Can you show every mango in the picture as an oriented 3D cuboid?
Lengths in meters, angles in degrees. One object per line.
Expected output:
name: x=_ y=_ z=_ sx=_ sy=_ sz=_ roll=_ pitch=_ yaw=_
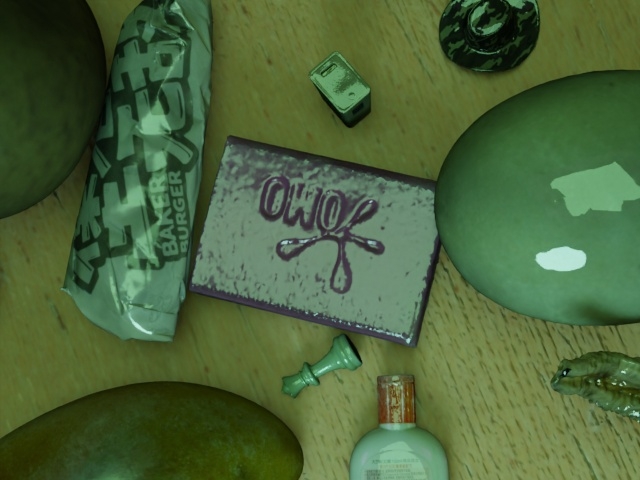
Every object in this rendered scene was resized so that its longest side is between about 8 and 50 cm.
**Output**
mango: x=-0.202 y=0.265 z=1.436 sx=0.384 sy=0.199 sz=0.221 roll=-14 pitch=74 yaw=-9

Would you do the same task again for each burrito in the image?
burrito: x=-0.188 y=-0.109 z=1.516 sx=0.139 sy=0.101 sz=0.445 roll=2 pitch=78 yaw=27

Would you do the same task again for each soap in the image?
soap: x=0.000 y=0.000 z=1.504 sx=0.259 sy=0.081 sz=0.181 roll=14 pitch=84 yaw=8

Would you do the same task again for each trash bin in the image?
trash bin: x=0.025 y=-0.163 z=1.519 sx=0.043 sy=0.092 sz=0.061 roll=-41 pitch=80 yaw=0

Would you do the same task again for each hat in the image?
hat: x=0.189 y=-0.244 z=1.536 sx=0.121 sy=0.050 sz=0.121 roll=-1 pitch=79 yaw=4

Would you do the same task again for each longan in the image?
longan: x=-0.375 y=-0.171 z=1.460 sx=0.319 sy=0.319 sz=0.319 roll=-1 pitch=82 yaw=5

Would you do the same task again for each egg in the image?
egg: x=0.291 y=-0.042 z=1.395 sx=0.352 sy=0.258 sz=0.258 roll=-1 pitch=82 yaw=0

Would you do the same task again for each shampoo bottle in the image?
shampoo bottle: x=0.084 y=0.254 z=1.476 sx=0.108 sy=0.051 sz=0.221 roll=-2 pitch=81 yaw=6

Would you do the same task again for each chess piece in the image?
chess piece: x=-0.003 y=0.141 z=1.508 sx=0.093 sy=0.042 sz=0.042 roll=-30 pitch=80 yaw=6

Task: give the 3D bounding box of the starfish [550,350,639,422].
starfish: x=0.388 y=0.159 z=1.361 sx=0.324 sy=0.082 sz=0.432 roll=-15 pitch=121 yaw=0
